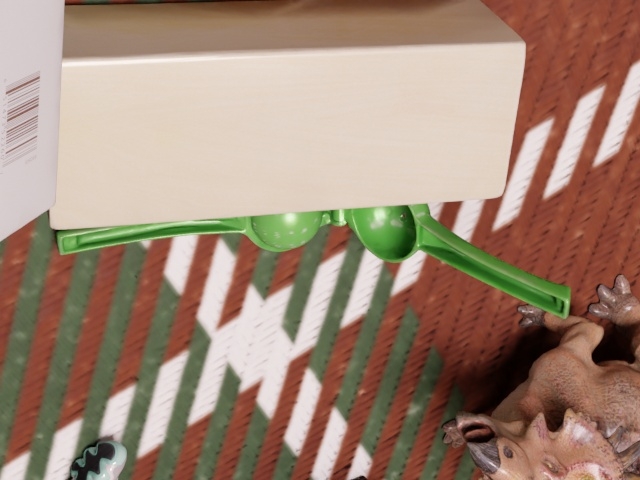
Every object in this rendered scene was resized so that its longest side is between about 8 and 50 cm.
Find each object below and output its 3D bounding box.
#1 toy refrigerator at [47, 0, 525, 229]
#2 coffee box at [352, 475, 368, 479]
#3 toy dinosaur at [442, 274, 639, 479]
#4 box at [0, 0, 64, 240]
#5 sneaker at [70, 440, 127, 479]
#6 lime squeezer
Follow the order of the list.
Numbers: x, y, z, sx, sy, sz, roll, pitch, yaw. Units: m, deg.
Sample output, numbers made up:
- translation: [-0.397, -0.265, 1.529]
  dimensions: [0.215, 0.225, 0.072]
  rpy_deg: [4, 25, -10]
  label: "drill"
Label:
- translation: [-0.027, -0.080, 0.741]
  dimensions: [0.270, 0.094, 0.102]
  rpy_deg: [-5, 121, -15]
  label: "toy refrigerator"
- translation: [-0.074, 0.279, 0.850]
  dimensions: [0.297, 0.168, 0.118]
  rpy_deg: [-15, 103, -12]
  label: "coffee box"
- translation: [0.210, 0.130, 0.865]
  dimensions: [0.296, 0.200, 0.127]
  rpy_deg: [-8, 118, -16]
  label: "toy dinosaur"
- translation: [-0.224, -0.079, 0.626]
  dimensions: [0.171, 0.091, 0.130]
  rpy_deg: [14, 115, 13]
  label: "box"
- translation: [-0.144, 0.181, 0.866]
  dimensions: [0.069, 0.038, 0.098]
  rpy_deg: [30, 113, -31]
  label: "sneaker"
- translation: [0.000, 0.000, 0.791]
  dimensions: [0.311, 0.110, 0.058]
  rpy_deg: [7, 135, 10]
  label: "lime squeezer"
